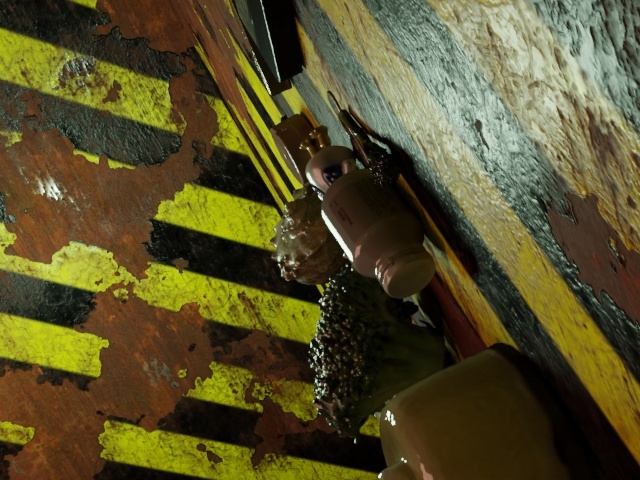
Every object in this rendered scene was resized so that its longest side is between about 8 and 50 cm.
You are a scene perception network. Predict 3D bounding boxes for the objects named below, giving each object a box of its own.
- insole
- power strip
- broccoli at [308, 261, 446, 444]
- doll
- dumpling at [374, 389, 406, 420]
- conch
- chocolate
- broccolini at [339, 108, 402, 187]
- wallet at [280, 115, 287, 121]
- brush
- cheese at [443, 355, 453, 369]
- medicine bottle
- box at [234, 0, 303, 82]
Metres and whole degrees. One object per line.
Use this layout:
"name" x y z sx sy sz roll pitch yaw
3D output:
"insole" 0.059 -0.186 1.740 0.197 0.004 0.065 61 174 -2
"power strip" -0.045 -0.205 2.144 0.154 0.078 0.154 57 173 11
"broccoli" 0.085 0.221 1.888 0.324 0.272 0.334 -42 29 47
"doll" 0.051 -0.075 1.773 0.293 0.119 0.138 61 143 12
"dumpling" 0.186 0.342 2.182 0.142 0.172 0.247 37 -157 -42
"conch" -0.017 0.005 2.344 0.297 0.209 0.352 -104 -4 -45
"chocolate" 0.226 0.349 1.453 0.326 0.297 0.314 67 176 -48
"broccolini" 0.077 -0.163 1.574 0.054 0.051 0.239 59 -177 -36
"wallet" -0.058 -0.241 2.369 0.157 0.018 0.082 59 173 28
"brush" -0.134 -0.434 1.993 0.048 0.054 0.282 -112 -2 -58
"cheese" 0.238 0.279 2.022 0.177 0.069 0.270 65 173 -27
"medicine bottle" 0.100 -0.009 1.586 0.215 0.135 0.135 56 172 37
"box" -0.117 -0.461 1.732 0.211 0.058 0.350 61 174 24
